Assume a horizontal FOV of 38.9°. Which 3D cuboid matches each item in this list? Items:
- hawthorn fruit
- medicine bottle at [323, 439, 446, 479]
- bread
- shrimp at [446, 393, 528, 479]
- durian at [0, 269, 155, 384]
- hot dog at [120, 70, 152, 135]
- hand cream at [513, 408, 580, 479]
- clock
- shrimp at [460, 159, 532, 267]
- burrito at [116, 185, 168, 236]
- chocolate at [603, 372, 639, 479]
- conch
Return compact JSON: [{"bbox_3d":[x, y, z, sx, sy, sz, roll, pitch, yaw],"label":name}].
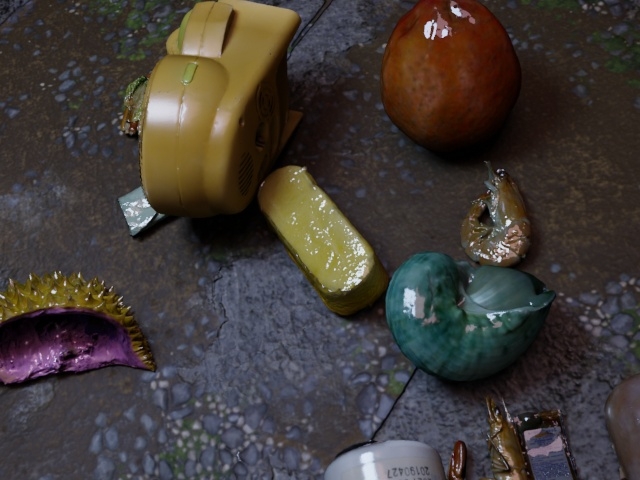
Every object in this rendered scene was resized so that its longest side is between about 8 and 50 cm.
[{"bbox_3d":[0.179,-0.263,1.308,0.210,0.262,0.210,-11,38,9],"label":"hawthorn fruit"},{"bbox_3d":[0.090,0.362,0.989,0.143,0.143,0.258,-11,55,3],"label":"medicine bottle"},{"bbox_3d":[0.000,0.000,1.275,0.102,0.094,0.245,-38,58,-3],"label":"bread"},{"bbox_3d":[0.199,0.267,1.101,0.095,0.045,0.162,-19,58,24],"label":"shrimp"},{"bbox_3d":[-0.384,0.104,1.269,0.261,0.153,0.186,-15,31,-8],"label":"durian"},{"bbox_3d":[-0.298,-0.227,1.504,0.056,0.041,0.133,4,58,13],"label":"hot dog"},{"bbox_3d":[0.277,0.279,1.077,0.062,0.039,0.163,-11,50,6],"label":"hand cream"},{"bbox_3d":[-0.149,-0.175,1.301,0.200,0.244,0.317,6,46,10],"label":"clock"},{"bbox_3d":[0.247,-0.036,1.290,0.099,0.041,0.180,-13,56,19],"label":"shrimp"},{"bbox_3d":[-0.250,-0.059,1.384,0.118,0.044,0.074,-29,64,-7],"label":"burrito"},{"bbox_3d":[0.469,0.202,1.061,0.261,0.083,0.161,-15,54,1],"label":"chocolate"},{"bbox_3d":[0.170,0.092,1.163,0.202,0.134,0.196,35,38,31],"label":"conch"}]
